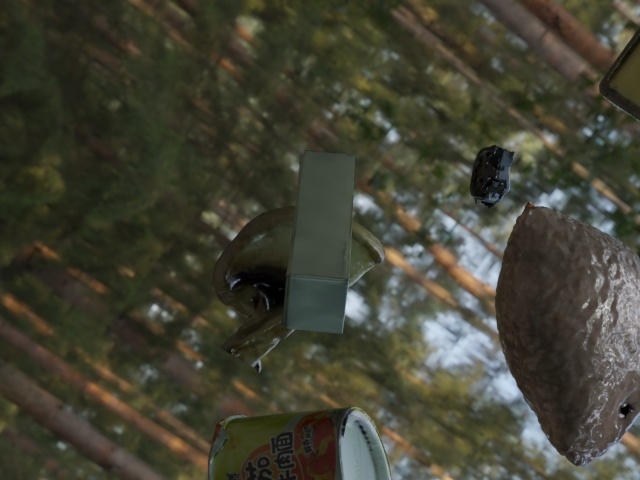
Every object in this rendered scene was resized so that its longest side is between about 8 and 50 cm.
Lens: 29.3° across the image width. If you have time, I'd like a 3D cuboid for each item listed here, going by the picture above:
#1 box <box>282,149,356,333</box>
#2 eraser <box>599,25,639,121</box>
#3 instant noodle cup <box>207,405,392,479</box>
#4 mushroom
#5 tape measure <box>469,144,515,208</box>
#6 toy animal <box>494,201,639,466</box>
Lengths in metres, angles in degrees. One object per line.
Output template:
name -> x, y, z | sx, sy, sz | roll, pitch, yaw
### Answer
box -> 0.000, 0.000, 1.722 | 0.129, 0.086, 0.225 | 95, 0, -51
eraser -> 0.353, -0.174, 1.129 | 0.172, 0.117, 0.058 | -56, 156, 9
instant noodle cup -> -0.018, 0.365, 1.800 | 0.200, 0.264, 0.264 | -14, -150, 20
mushroom -> -0.065, 0.050, 1.983 | 0.292, 0.212, 0.217 | -50, -167, 5
tape measure -> 0.254, -0.099, 1.825 | 0.094, 0.054, 0.091 | 125, -23, -76
toy animal -> 0.353, 0.108, 1.657 | 0.226, 0.358, 0.188 | -24, -163, -21
